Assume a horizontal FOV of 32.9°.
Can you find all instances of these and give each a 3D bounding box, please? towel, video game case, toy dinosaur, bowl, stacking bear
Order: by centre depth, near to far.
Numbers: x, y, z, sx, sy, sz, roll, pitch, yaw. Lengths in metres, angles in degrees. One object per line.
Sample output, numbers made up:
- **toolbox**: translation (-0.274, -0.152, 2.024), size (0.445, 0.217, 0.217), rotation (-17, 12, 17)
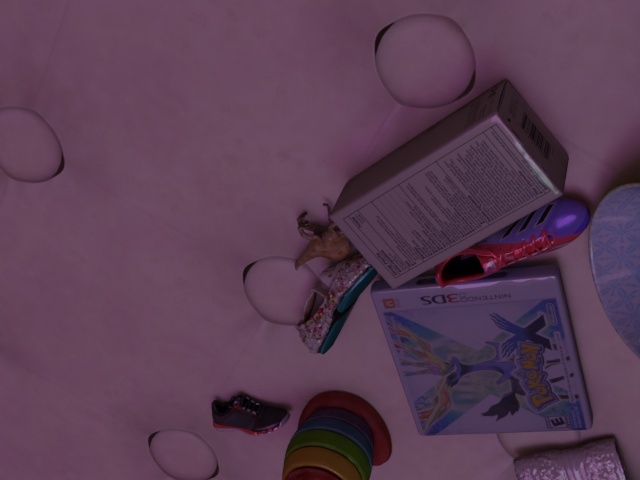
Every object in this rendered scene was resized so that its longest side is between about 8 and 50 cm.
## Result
- **bowl**: translation (0.521, 0.035, 1.487), size (0.156, 0.289, 0.289), rotation (-19, 126, -21)
- **toy dinosaur**: translation (0.000, 0.000, 1.719), size (0.183, 0.053, 0.092), rotation (-29, 112, 32)
- **video game case**: translation (0.266, 0.188, 1.760), size (0.300, 0.036, 0.329), rotation (-6, 124, 21)
- **towel**: translation (0.454, 0.484, 1.852), size (0.187, 0.049, 0.282), rotation (-16, 98, 21)
- **stacking bear**: translation (0.004, 0.411, 1.852), size (0.175, 0.289, 0.164), rotation (4, 125, 16)

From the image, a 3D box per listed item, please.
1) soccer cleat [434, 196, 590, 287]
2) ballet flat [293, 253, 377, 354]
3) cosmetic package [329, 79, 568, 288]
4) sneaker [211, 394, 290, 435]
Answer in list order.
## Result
- **soccer cleat**: translation (0.282, 0.009, 1.604), size (0.248, 0.095, 0.083), rotation (-18, 116, 28)
- **ballet flat**: translation (0.021, 0.091, 1.760), size (0.077, 0.091, 0.241), rotation (41, 125, 15)
- **cosmetic package**: translation (0.185, -0.076, 1.568), size (0.309, 0.113, 0.160), rotation (-30, 110, 33)
- **sneaker**: translation (-0.134, 0.315, 1.979), size (0.158, 0.061, 0.065), rotation (-6, 115, 21)
